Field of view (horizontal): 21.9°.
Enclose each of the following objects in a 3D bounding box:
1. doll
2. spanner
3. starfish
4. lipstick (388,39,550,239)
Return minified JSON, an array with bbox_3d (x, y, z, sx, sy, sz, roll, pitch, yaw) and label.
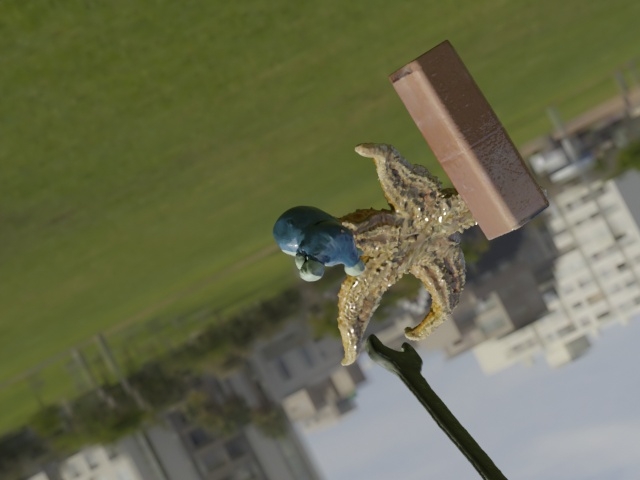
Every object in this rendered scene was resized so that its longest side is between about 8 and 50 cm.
[{"bbox_3d":[0.000,0.000,1.465,0.076,0.050,0.083,0,-158,-39],"label":"doll"},{"bbox_3d":[0.111,0.157,1.378,0.054,0.254,0.015,10,117,-37],"label":"spanner"},{"bbox_3d":[0.079,-0.002,1.733,0.299,0.060,0.302,-38,138,14],"label":"starfish"},{"bbox_3d":[0.110,-0.075,1.231,0.045,0.145,0.045,-34,-176,-29],"label":"lipstick"}]
